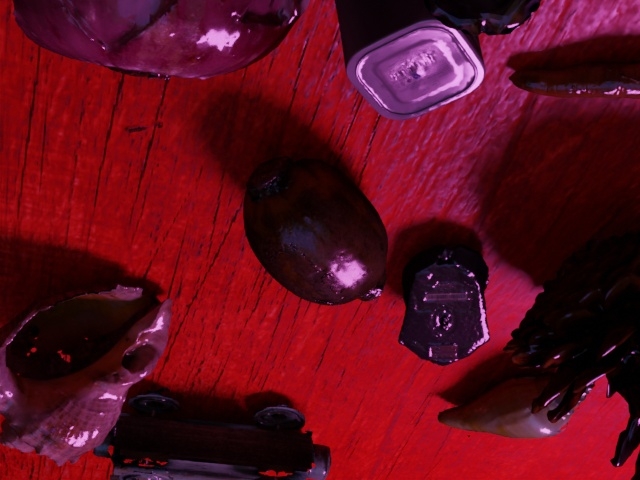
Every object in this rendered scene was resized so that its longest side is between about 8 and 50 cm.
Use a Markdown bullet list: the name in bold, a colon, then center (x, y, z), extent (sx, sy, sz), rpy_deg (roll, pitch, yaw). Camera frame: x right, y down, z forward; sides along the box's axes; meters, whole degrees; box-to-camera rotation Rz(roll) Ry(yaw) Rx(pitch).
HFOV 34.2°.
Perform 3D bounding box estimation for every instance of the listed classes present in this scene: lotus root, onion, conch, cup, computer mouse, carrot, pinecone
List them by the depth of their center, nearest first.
- **onion**: center (-0.093, -0.184, 0.681), extent (0.201, 0.200, 0.207), rpy_deg (5, 167, -4)
- **cup**: center (0.077, -0.174, 0.759), extent (0.128, 0.129, 0.095), rpy_deg (-22, 142, 22)
- **carrot**: center (0.241, -0.135, 0.872), extent (0.165, 0.035, 0.035), rpy_deg (1, 141, 5)
- **lotus root**: center (0.000, 0.000, 0.989), extent (0.120, 0.120, 0.209), rpy_deg (-20, 135, 25)
- **pinecone**: center (0.327, 0.131, 1.006), extent (0.246, 0.292, 0.246), rpy_deg (-34, 162, -13)
- **computer mouse**: center (0.132, 0.061, 1.106), extent (0.099, 0.057, 0.172), rpy_deg (1, 130, 4)
- **conch**: center (-0.269, 0.130, 1.136), extent (0.245, 0.163, 0.178), rpy_deg (-38, 150, 2)
- **conch**: center (0.244, 0.203, 1.261), extent (0.095, 0.079, 0.201), rpy_deg (14, 159, -35)

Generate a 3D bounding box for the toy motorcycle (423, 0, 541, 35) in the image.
- **toy motorcycle**: center (0.112, -0.237, 0.634), extent (0.401, 0.134, 0.207), rpy_deg (40, 112, -13)

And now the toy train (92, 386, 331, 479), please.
- **toy train**: center (-0.143, 0.290, 1.343), extent (0.307, 0.126, 0.189), rpy_deg (6, 141, -6)
